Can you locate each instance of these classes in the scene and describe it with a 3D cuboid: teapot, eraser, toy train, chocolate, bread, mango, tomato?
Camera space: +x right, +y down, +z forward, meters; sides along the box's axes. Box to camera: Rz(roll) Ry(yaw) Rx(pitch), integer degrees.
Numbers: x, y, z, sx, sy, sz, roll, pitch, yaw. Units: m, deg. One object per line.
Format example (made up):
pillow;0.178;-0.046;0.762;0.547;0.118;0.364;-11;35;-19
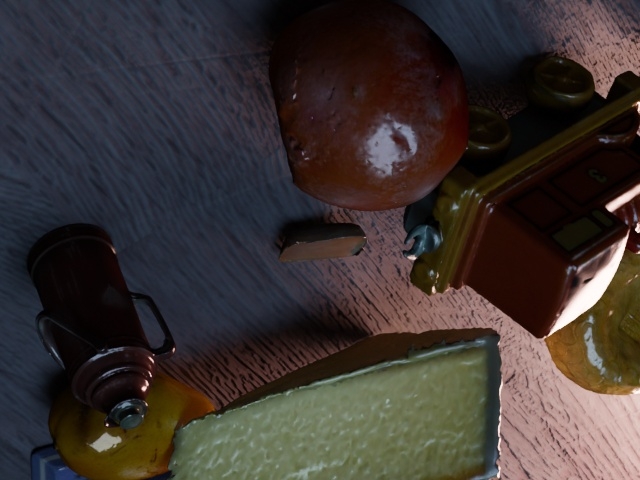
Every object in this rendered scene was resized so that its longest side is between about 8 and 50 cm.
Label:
teapot;0.344;0.076;2.121;0.311;0.167;0.203;35;85;-29
eraser;-0.236;0.264;2.078;0.225;0.036;0.082;-12;141;-19
toy train;0.235;-0.042;1.806;0.369;0.231;0.163;-30;150;-38
chocolate;0.000;0.000;1.921;0.100;0.031;0.064;-7;155;-18
bread;0.005;0.307;1.969;0.405;0.242;0.346;-14;99;-41
mango;-0.211;0.213;1.974;0.219;0.112;0.145;10;119;-40
tomato;0.049;-0.131;1.656;0.184;0.208;0.208;-11;141;-1

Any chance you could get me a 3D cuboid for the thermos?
thermos;-0.219;0.094;1.738;0.124;0.232;0.099;-21;141;-9
